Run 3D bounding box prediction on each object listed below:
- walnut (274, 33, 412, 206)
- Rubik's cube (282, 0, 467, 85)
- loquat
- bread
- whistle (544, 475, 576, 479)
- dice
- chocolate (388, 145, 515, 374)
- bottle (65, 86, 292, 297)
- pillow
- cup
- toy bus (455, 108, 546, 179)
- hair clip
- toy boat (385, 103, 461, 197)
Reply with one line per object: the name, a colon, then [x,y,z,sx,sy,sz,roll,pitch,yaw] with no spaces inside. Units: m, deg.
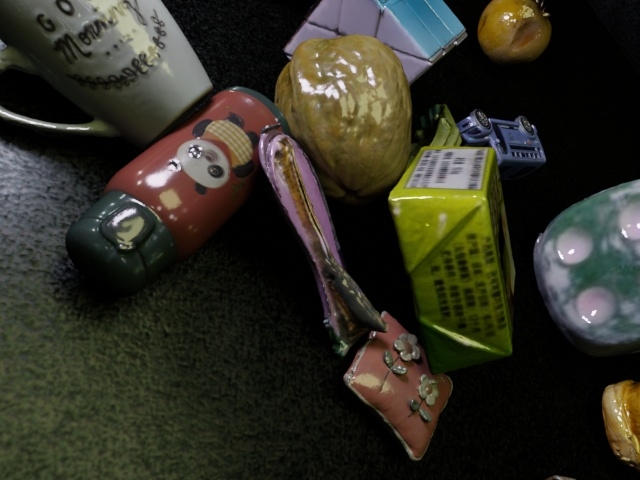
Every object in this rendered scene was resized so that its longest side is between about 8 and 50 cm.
walnut: [0.037,-0.198,0.844,0.283,0.227,0.282,25,54,-41]
Rubik's cube: [0.107,-0.390,1.004,0.231,0.221,0.224,47,47,-8]
loquat: [0.562,-0.609,1.485,0.213,0.213,0.213,18,57,-30]
bread: [0.715,0.407,1.112,0.236,0.120,0.198,24,52,-26]
whistle: [0.448,0.488,0.885,0.057,0.107,0.220,-36,103,-39]
dice: [0.723,0.071,1.158,0.330,0.348,0.327,11,60,-40]
chocolate: [0.225,0.010,0.823,0.301,0.137,0.288,-52,129,-59]
bottle: [-0.175,-0.065,0.673,0.144,0.144,0.336,44,50,-10]
pillow: [0.131,0.219,0.795,0.179,0.075,0.171,49,45,-8]
cup: [-0.294,-0.220,0.662,0.258,0.186,0.234,-45,107,-13]
toy bus: [0.399,-0.210,1.198,0.292,0.125,0.133,-5,71,-41]
hair clip: [0.001,-0.001,0.745,0.110,0.096,0.358,-32,107,-26]
toy boat: [0.217,-0.172,1.046,0.084,0.111,0.276,43,47,-15]
